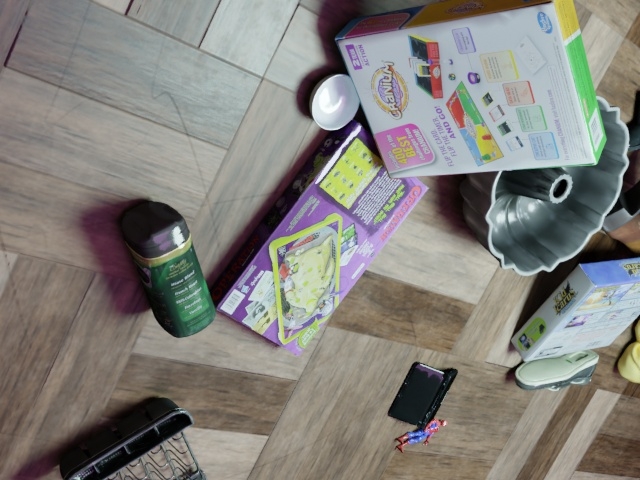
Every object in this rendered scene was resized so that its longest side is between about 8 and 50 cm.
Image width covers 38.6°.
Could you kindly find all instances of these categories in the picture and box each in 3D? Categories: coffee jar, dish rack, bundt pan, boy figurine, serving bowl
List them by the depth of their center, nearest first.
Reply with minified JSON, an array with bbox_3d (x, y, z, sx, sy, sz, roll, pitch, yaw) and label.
[{"bbox_3d":[-0.208,0.038,1.252,0.079,0.096,0.184,-31,131,-22],"label":"coffee jar"},{"bbox_3d":[0.017,-0.204,1.323,0.083,0.027,0.083,-18,125,-27],"label":"serving bowl"},{"bbox_3d":[-0.272,0.382,1.422,0.208,0.074,0.272,-29,130,-19],"label":"dish rack"},{"bbox_3d":[0.370,-0.112,1.573,0.330,0.124,0.331,-19,126,-28],"label":"bundt pan"},{"bbox_3d":[0.784,0.200,2.086,0.285,0.092,0.177,-50,136,-6],"label":"boy figurine"}]

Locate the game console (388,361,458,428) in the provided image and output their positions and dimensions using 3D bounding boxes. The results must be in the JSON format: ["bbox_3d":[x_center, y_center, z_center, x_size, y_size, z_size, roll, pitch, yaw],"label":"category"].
[{"bbox_3d":[0.199,0.292,1.760,0.122,0.071,0.107,-64,162,12],"label":"game console"}]

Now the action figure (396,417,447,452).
[{"bbox_3d":[0.204,0.382,1.806,0.115,0.030,0.038,-24,122,-26],"label":"action figure"}]

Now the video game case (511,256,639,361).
[{"bbox_3d":[0.551,0.134,1.836,0.269,0.061,0.244,-4,142,-35],"label":"video game case"}]

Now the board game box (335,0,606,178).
[{"bbox_3d":[0.203,-0.208,1.249,0.064,0.316,0.242,-55,132,-41],"label":"board game box"}]

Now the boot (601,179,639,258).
[{"bbox_3d":[0.709,-0.032,1.797,0.264,0.096,0.280,-32,132,31],"label":"boot"}]

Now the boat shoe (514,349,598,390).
[{"bbox_3d":[0.498,0.288,1.928,0.233,0.084,0.079,-8,119,-37],"label":"boat shoe"}]

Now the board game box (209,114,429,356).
[{"bbox_3d":[0.000,0.000,1.420,0.208,0.056,0.347,37,91,-39],"label":"board game box"}]

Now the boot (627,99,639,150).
[{"bbox_3d":[0.611,-0.231,1.735,0.121,0.045,0.099,-23,130,-33],"label":"boot"}]
